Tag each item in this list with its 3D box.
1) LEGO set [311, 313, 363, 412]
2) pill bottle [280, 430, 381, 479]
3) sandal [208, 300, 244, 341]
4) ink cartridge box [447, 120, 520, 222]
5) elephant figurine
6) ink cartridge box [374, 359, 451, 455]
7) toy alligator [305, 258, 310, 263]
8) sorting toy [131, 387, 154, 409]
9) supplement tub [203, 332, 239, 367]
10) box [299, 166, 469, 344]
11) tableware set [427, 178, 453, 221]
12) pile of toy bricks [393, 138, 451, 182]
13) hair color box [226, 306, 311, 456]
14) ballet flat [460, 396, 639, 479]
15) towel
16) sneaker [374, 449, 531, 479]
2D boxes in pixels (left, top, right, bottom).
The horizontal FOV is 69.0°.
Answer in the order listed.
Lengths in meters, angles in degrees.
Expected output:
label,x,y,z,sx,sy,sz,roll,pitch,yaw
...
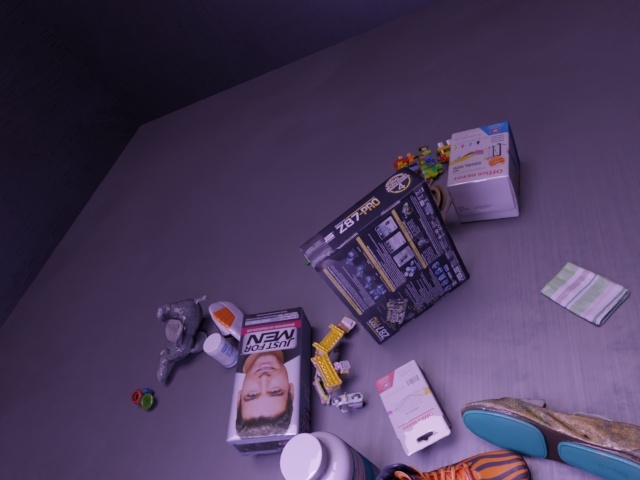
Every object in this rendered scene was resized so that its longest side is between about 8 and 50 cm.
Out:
label,x,y,z,sx,sy,sz,roll,pitch,yaw
LEGO set,0.034,0.336,1.266,0.132,0.107,0.286,4,39,-5
pill bottle,0.024,0.490,0.962,0.146,0.264,0.146,-21,42,20
sandal,-0.280,0.295,1.518,0.265,0.102,0.076,36,121,34
ink cartridge box,0.483,-0.197,1.368,0.172,0.168,0.232,-8,48,30
elephant figurine,-0.475,0.334,1.599,0.170,0.185,0.239,1,48,-22
ink cartridge box,0.218,0.391,1.072,0.115,0.067,0.198,-32,38,8
toy alligator,0.000,0.000,1.626,0.056,0.051,0.189,24,68,47
sorting toy,-0.586,0.528,1.561,0.102,0.042,0.061,11,74,29
supplement tub,-0.310,0.349,1.471,0.071,0.107,0.070,-20,43,20
box,0.180,0.058,1.169,0.318,0.395,0.097,-39,41,-1
tableware set,0.315,-0.075,1.375,0.039,0.194,0.128,-1,34,-21
pile of toy bricks,0.362,-0.249,1.581,0.213,0.118,0.105,-18,69,-1
hair color box,-0.128,0.374,1.277,0.186,0.113,0.374,-10,45,9
ballet flat,0.456,0.366,0.899,0.349,0.123,0.123,5,55,40
towel,0.611,0.118,1.082,0.113,0.023,0.152,-42,39,-7
sneaker,0.235,0.478,0.883,0.321,0.180,0.124,-31,40,8
